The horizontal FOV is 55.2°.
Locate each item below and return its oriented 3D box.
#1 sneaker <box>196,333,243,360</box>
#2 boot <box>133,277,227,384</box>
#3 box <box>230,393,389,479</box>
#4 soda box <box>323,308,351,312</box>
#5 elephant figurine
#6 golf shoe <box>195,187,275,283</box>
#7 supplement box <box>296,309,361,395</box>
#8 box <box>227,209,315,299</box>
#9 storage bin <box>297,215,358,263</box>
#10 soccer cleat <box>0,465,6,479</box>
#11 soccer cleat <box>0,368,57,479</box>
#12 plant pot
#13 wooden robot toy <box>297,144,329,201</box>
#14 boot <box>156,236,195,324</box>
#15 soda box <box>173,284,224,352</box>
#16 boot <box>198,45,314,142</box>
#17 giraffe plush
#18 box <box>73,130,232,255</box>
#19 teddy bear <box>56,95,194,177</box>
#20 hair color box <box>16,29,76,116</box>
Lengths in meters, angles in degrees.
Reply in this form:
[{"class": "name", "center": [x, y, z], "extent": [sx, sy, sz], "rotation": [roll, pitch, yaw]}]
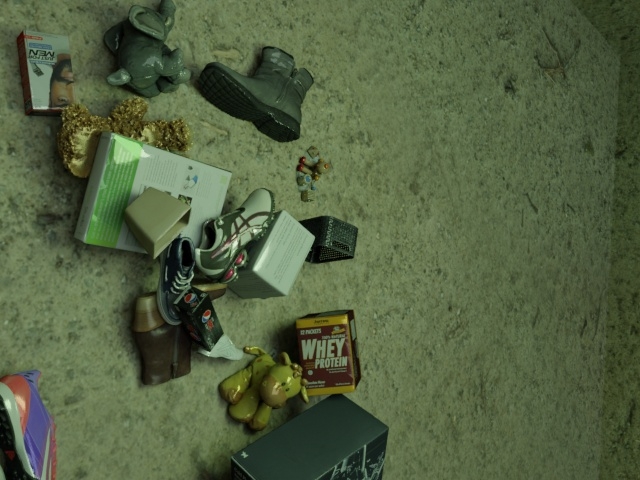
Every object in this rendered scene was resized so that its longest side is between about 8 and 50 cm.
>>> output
[{"class": "sneaker", "center": [-0.230, 0.251, 1.461], "extent": [0.152, 0.054, 0.061], "rotation": [29, 70, -57]}, {"class": "boot", "center": [-0.317, 0.204, 1.421], "extent": [0.248, 0.090, 0.206], "rotation": [-15, 106, -44]}, {"class": "box", "center": [-0.026, 0.588, 1.443], "extent": [0.343, 0.179, 0.312], "rotation": [-22, 125, -40]}, {"class": "soda box", "center": [0.058, 0.286, 1.719], "extent": [0.061, 0.058, 0.181], "rotation": [-3, 84, -40]}, {"class": "elephant figurine", "center": [-0.407, -0.463, 1.405], "extent": [0.170, 0.186, 0.239], "rotation": [-19, 84, 2]}, {"class": "golf shoe", "center": [-0.198, -0.032, 1.429], "extent": [0.120, 0.105, 0.272], "rotation": [43, 57, -29]}, {"class": "supplement box", "center": [0.025, 0.285, 1.583], "extent": [0.194, 0.129, 0.191], "rotation": [18, 66, -81]}, {"class": "box", "center": [-0.140, 0.039, 1.510], "extent": [0.119, 0.181, 0.181], "rotation": [42, 58, -30]}, {"class": "storage bin", "center": [0.000, 0.000, 1.634], "extent": [0.122, 0.180, 0.084], "rotation": [22, 69, -36]}, {"class": "soccer cleat", "center": [-0.648, 0.331, 1.040], "extent": [0.116, 0.143, 0.331], "rotation": [-43, 104, -36]}, {"class": "soccer cleat", "center": [-0.546, 0.404, 1.170], "extent": [0.116, 0.109, 0.318], "rotation": [-28, 106, -60]}, {"class": "plant pot", "center": [-0.340, -0.044, 1.254], "extent": [0.096, 0.109, 0.109], "rotation": [39, 66, 0]}, {"class": "wooden robot toy", "center": [-0.014, -0.198, 1.720], "extent": [0.076, 0.079, 0.173], "rotation": [27, 66, -34]}, {"class": "boot", "center": [-0.307, 0.087, 1.316], "extent": [0.069, 0.086, 0.189], "rotation": [-2, 85, -36]}, {"class": "soda box", "center": [-0.263, 0.171, 1.333], "extent": [0.060, 0.053, 0.168], "rotation": [-56, 156, -32]}, {"class": "boot", "center": [-0.166, -0.426, 1.622], "extent": [0.338, 0.118, 0.222], "rotation": [31, 61, -45]}, {"class": "giraffe plush", "center": [-0.114, 0.352, 1.489], "extent": [0.181, 0.171, 0.210], "rotation": [41, 60, -28]}, {"class": "box", "center": [-0.358, -0.084, 1.353], "extent": [0.322, 0.059, 0.232], "rotation": [15, 90, -50]}, {"class": "teddy bear", "center": [-0.424, -0.202, 1.368], "extent": [0.338, 0.113, 0.245], "rotation": [-24, 117, -40]}, {"class": "hair color box", "center": [-0.575, -0.348, 1.289], "extent": [0.093, 0.053, 0.167], "rotation": [-7, 89, -41]}]
